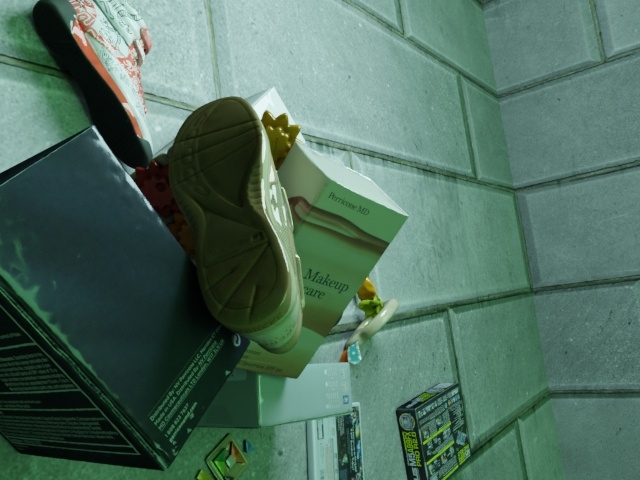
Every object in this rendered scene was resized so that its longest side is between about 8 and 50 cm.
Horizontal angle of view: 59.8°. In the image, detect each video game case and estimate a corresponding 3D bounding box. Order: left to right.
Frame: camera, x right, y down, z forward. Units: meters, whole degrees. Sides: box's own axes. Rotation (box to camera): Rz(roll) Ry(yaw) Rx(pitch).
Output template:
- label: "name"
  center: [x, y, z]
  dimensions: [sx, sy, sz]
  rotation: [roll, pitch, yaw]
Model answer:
- label: "video game case"
  center: [0.033, 0.441, 1.161]
  dimensions: [0.173, 0.022, 0.190]
  rotation: [15, 67, -50]

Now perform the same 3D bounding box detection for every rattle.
- label: "rattle"
  center: [0.074, 0.178, 1.257]
  dimensions: [0.200, 0.130, 0.142]
  rotation: [-41, 104, -22]

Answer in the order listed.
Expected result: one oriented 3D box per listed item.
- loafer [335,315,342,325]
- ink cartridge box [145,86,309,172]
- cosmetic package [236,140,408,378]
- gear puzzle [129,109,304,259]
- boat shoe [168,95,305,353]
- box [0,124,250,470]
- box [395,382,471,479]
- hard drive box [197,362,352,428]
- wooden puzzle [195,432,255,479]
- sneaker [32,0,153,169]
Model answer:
- label: "loafer"
  center: [0.000, 0.000, 1.150]
  dimensions: [0.130, 0.134, 0.365]
  rotation: [9, 73, -65]
- label: "ink cartridge box"
  center: [-0.124, -0.078, 0.952]
  dimensions: [0.270, 0.198, 0.197]
  rotation: [59, 40, -25]
- label: "cosmetic package"
  center: [-0.033, 0.035, 0.782]
  dimensions: [0.153, 0.296, 0.129]
  rotation: [20, 20, -33]
- label: "gear puzzle"
  center: [-0.164, -0.060, 0.790]
  dimensions: [0.175, 0.339, 0.044]
  rotation: [53, 13, -23]
- label: "boat shoe"
  center: [-0.096, -0.029, 0.654]
  dimensions: [0.110, 0.122, 0.341]
  rotation: [63, 11, -55]
- label: "box"
  center: [-0.289, 0.074, 0.602]
  dimensions: [0.294, 0.296, 0.182]
  rotation: [59, 40, -25]
- label: "box"
  center: [0.305, 0.514, 1.473]
  dimensions: [0.270, 0.060, 0.216]
  rotation: [-5, 85, -53]
- label: "hard drive box"
  center: [-0.086, 0.253, 0.922]
  dimensions: [0.232, 0.181, 0.089]
  rotation: [13, 69, -52]
- label: "wooden puzzle"
  center: [-0.154, 0.373, 0.932]
  dimensions: [0.078, 0.014, 0.116]
  rotation: [59, 39, -15]
- label: "sneaker"
  center: [-0.300, -0.254, 0.859]
  dimensions: [0.145, 0.090, 0.270]
  rotation: [-46, 114, -46]
